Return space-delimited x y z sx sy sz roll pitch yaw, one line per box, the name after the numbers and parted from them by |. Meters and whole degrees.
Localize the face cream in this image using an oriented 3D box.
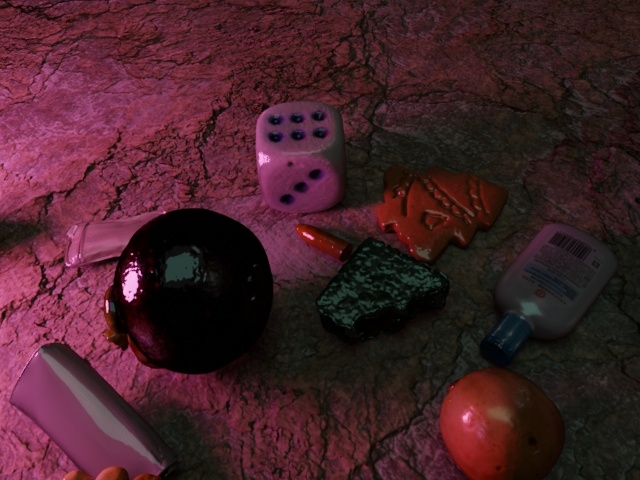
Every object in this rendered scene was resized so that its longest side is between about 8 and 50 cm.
0.424 0.105 1.044 0.163 0.080 0.336 36 62 25 | face cream

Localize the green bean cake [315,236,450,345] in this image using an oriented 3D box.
0.115 0.120 1.033 0.193 0.107 0.208 32 61 21 | green bean cake

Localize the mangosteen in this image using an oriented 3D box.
-0.234 0.083 0.976 0.313 0.297 0.297 13 49 45 | mangosteen

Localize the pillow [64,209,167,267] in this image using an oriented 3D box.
-0.444 -0.007 1.202 0.232 0.038 0.131 -9 49 -5 | pillow

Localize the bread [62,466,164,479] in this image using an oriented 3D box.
-0.221 0.428 0.780 0.311 0.173 0.121 13 15 7 | bread

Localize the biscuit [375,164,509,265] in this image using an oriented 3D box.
0.275 -0.081 1.219 0.306 0.043 0.284 -12 53 -7 | biscuit

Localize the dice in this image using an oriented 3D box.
-0.041 -0.186 1.225 0.193 0.192 0.194 -2 50 0 | dice

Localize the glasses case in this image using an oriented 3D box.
-0.380 0.312 0.915 0.308 0.083 0.128 39 82 14 | glasses case

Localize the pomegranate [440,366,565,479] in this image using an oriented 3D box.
0.278 0.286 0.846 0.191 0.191 0.191 -1 52 2 | pomegranate

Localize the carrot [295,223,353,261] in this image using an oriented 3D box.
0.000 0.000 1.172 0.139 0.048 0.048 26 58 24 | carrot
